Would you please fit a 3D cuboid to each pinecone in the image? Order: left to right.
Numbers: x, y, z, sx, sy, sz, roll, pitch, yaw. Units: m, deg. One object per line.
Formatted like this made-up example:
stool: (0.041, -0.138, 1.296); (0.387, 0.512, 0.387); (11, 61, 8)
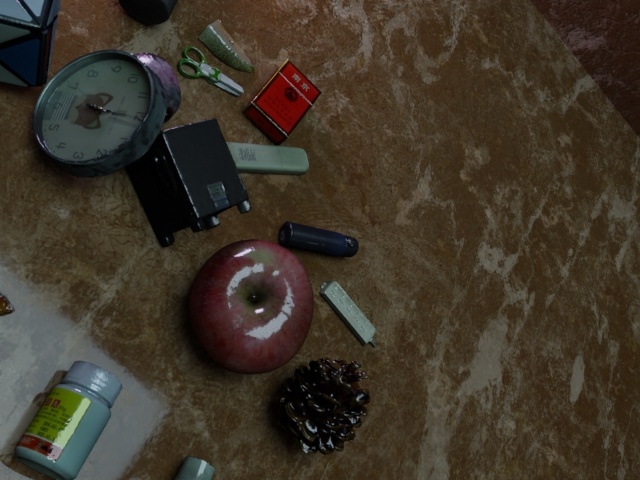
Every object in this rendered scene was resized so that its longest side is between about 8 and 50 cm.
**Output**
pinecone: (0.004, 0.415, 1.846); (0.243, 0.243, 0.257); (-8, 120, -38)

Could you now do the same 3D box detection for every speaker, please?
speaker: (-0.338, -0.141, 1.802); (0.184, 0.232, 0.254); (-24, 93, -39)

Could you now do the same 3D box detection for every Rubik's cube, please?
Rubik's cube: (-0.728, -0.525, 1.617); (0.246, 0.250, 0.248); (8, 65, -19)

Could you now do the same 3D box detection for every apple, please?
apple: (-0.176, 0.170, 1.799); (0.345, 0.269, 0.344); (5, 67, -12)

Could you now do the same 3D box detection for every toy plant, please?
toy plant: (-0.444, -0.807, 2.004); (0.279, 0.185, 0.400); (8, 66, 13)

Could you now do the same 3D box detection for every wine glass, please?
wine glass: (-0.314, 0.601, 1.634); (0.093, 0.093, 0.202); (34, 57, -22)

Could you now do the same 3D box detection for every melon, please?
melon: (-0.272, -0.569, 2.135); (0.182, 0.054, 0.098); (50, 37, -11)

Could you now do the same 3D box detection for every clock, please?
clock: (-0.523, -0.304, 1.690); (0.067, 0.325, 0.325); (58, 32, -63)

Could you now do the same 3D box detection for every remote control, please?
remote control: (-0.163, -0.241, 2.089); (0.309, 0.038, 0.090); (-2, 72, -38)

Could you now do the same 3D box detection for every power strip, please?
power strip: (0.090, 0.221, 2.112); (0.252, 0.027, 0.060); (50, 52, -10)

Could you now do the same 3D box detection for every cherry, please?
cherry: (-0.448, -0.383, 1.844); (0.195, 0.195, 0.195); (13, 66, -32)

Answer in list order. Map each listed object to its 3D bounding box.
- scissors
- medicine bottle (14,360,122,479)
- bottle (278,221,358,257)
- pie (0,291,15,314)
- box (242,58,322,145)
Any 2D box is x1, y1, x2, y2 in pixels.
scissors: (-0.313, -0.477, 2.073); (0.204, 0.027, 0.101); (29, 60, -23)
medicine bottle: (-0.530, 0.383, 1.524); (0.139, 0.139, 0.225); (38, 55, -19)
bottle: (0.000, 0.000, 2.093); (0.244, 0.082, 0.072); (12, 64, -33)
pie: (-0.756, 0.146, 1.516); (0.191, 0.033, 0.088); (-25, 85, -39)
box: (-0.113, -0.419, 2.169); (0.153, 0.074, 0.240); (40, 52, -11)
